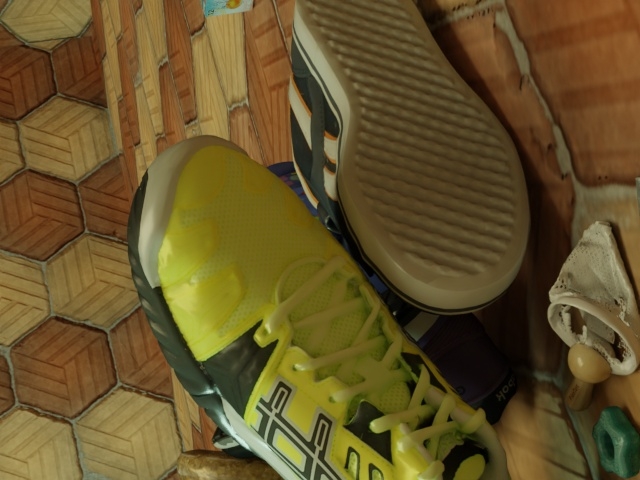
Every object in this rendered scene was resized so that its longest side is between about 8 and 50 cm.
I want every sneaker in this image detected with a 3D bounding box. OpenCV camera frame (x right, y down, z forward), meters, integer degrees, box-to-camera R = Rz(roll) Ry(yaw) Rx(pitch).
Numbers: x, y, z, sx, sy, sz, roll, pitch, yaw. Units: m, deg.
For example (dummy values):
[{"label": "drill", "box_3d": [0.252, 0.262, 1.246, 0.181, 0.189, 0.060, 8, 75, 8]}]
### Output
[{"label": "sneaker", "box_3d": [0.027, 0.135, 0.969, 0.124, 0.107, 0.283, 46, 138, -10]}, {"label": "sneaker", "box_3d": [0.056, -0.050, 0.893, 0.127, 0.126, 0.321, 94, 165, -45]}, {"label": "sneaker", "box_3d": [0.030, 0.095, 0.778, 0.147, 0.145, 0.385, -17, 111, 51]}]

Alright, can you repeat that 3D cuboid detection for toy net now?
[{"label": "toy net", "box_3d": [0.160, 0.107, 0.740, 0.122, 0.045, 0.232, -139, 41, -69]}]

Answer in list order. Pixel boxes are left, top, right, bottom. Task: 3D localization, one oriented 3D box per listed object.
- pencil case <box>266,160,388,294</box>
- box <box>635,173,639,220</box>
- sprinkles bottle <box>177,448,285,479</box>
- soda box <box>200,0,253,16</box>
[{"label": "pencil case", "box_3d": [0.000, 0.000, 1.141, 0.119, 0.133, 0.306, -68, 19, 4]}, {"label": "box", "box_3d": [0.206, 0.084, 0.515, 0.183, 0.056, 0.231, -161, 62, -74]}, {"label": "sprinkles bottle", "box_3d": [-0.076, 0.360, 1.082, 0.121, 0.121, 0.355, 152, 123, -76]}, {"label": "soda box", "box_3d": [-0.107, -0.338, 1.470, 0.183, 0.063, 0.058, 105, 151, -60]}]
